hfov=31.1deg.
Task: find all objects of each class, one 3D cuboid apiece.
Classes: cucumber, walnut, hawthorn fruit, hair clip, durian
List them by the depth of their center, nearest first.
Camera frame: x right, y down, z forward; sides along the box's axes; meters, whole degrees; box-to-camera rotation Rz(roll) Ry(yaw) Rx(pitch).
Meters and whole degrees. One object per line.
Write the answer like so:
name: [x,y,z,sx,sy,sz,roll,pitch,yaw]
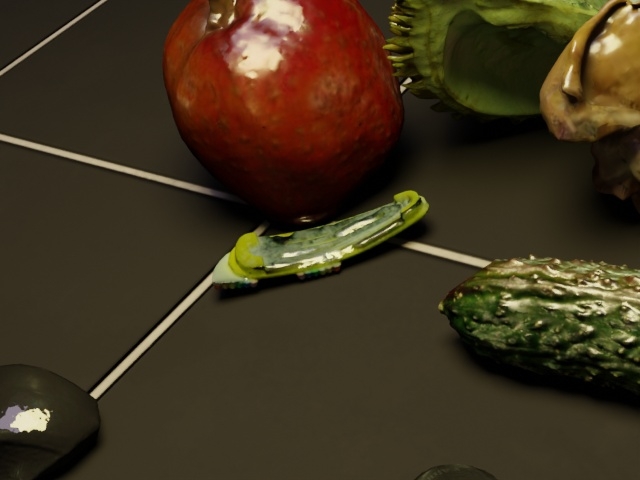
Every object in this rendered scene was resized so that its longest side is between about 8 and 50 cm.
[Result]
cucumber: [0.244,0.067,0.752,0.359,0.096,0.096,11,44,34]
walnut: [0.293,-0.084,0.871,0.204,0.141,0.238,-39,84,-3]
hair clip: [0.000,0.000,0.959,0.188,0.033,0.060,-17,35,0]
durian: [0.217,-0.202,0.996,0.394,0.198,0.163,3,72,-19]
hawthorn fruit: [-0.042,-0.140,0.997,0.215,0.249,0.215,-19,51,25]

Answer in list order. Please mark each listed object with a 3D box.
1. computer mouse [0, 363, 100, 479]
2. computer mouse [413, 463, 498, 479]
computer mouse: [-0.245,0.131,0.850,0.172,0.057,0.099,-5,35,15]
computer mouse: [0.091,0.179,0.688,0.079,0.047,0.135,-19,39,-5]
